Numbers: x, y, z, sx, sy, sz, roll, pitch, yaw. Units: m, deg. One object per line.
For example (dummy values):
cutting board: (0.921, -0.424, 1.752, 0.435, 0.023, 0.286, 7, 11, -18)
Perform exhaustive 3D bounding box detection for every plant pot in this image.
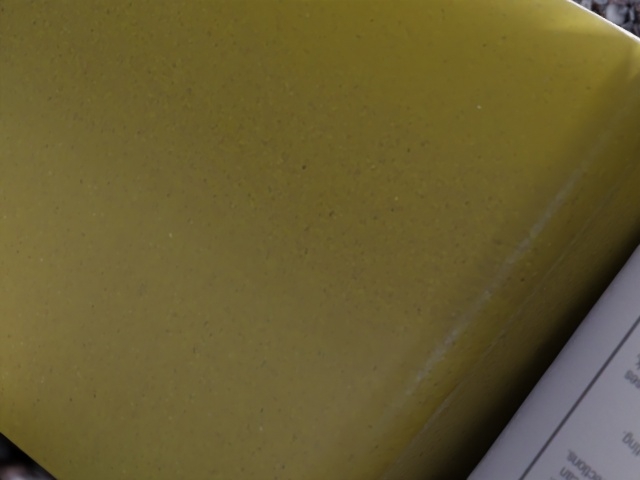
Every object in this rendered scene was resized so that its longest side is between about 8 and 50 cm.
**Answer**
plant pot: (0.000, 0.000, 0.538, 0.212, 0.187, 0.212, 34, 6, 26)

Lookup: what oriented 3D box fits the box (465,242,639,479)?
box: (0.133, 0.077, 0.462, 0.148, 0.311, 0.121, 42, 16, 25)
